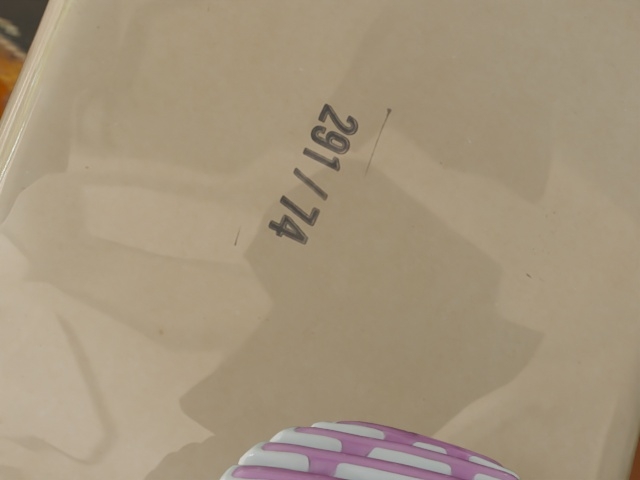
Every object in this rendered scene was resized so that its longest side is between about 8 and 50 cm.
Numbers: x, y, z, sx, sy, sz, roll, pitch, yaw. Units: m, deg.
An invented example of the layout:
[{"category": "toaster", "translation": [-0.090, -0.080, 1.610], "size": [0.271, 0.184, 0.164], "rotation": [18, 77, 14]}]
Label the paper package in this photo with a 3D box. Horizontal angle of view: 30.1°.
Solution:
[{"category": "paper package", "translation": [0.000, 0.000, 0.563], "size": [0.309, 0.325, 0.168], "rotation": [21, -15, -10]}]

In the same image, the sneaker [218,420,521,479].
[{"category": "sneaker", "translation": [-0.001, 0.137, 0.327], "size": [0.095, 0.104, 0.236], "rotation": [10, 24, 15]}]
